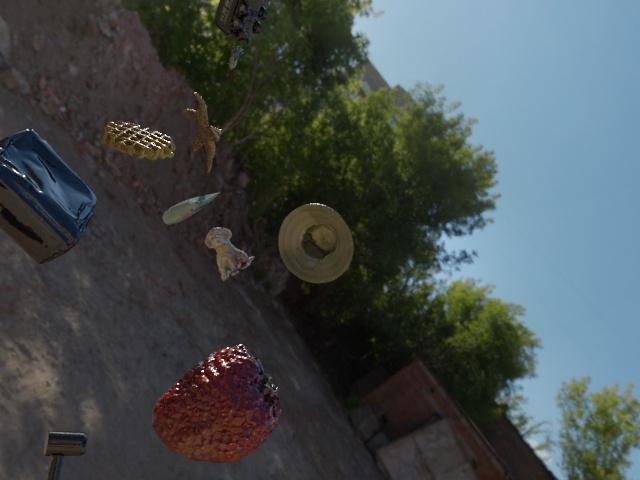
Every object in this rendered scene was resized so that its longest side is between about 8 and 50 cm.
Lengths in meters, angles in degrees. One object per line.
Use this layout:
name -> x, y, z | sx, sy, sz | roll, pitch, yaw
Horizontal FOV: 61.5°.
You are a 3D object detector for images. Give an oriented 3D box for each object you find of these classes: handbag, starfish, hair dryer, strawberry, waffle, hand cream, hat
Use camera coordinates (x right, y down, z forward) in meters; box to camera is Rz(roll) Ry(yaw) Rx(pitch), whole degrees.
handbag -> -0.769, -0.120, 1.423 | 0.302, 0.177, 0.275 | 53, 13, -30
starfish -> -0.399, -0.367, 1.794 | 0.235, 0.062, 0.277 | 30, -41, 42
hair dryer -> -0.772, 0.695, 1.595 | 0.070, 0.114, 0.248 | -14, -112, 64
strawberry -> -0.296, 0.469, 1.519 | 0.312, 0.351, 0.267 | 52, -37, 35
waffle -> -0.777, -0.430, 2.294 | 0.309, 0.065, 0.283 | 0, 36, -37
hand cream -> -0.431, -0.107, 1.743 | 0.331, 0.085, 0.058 | -18, -79, 52
hat -> 0.000, 0.000, 1.689 | 0.252, 0.252, 0.110 | 55, 21, 2

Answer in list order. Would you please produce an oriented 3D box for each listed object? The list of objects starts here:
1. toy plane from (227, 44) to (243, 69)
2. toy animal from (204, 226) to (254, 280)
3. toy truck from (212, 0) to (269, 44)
toy plane -> -0.275, -0.587, 1.716 | 0.033, 0.083, 0.080 | 25, -1, -39
toy animal -> -0.333, 0.027, 1.974 | 0.185, 0.104, 0.184 | 57, 30, -5
toy truck -> -0.190, -0.667, 1.433 | 0.088, 0.259, 0.121 | -8, 48, -44
